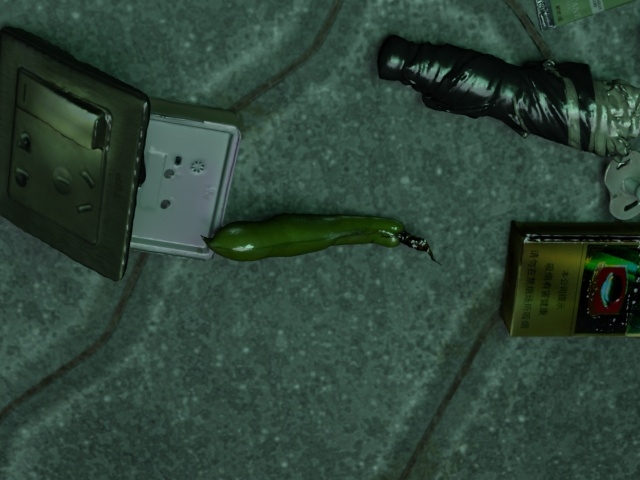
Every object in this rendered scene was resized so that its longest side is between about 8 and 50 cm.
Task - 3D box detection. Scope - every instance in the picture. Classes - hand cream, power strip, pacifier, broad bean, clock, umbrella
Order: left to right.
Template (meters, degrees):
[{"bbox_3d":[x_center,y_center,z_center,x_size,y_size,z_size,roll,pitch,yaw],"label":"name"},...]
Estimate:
[{"bbox_3d":[-0.302,-0.113,1.885,0.092,0.257,0.251,-27,135,-44],"label":"power strip"},{"bbox_3d":[-0.189,-0.079,1.964,0.147,0.071,0.192,9,114,-11],"label":"clock"},{"bbox_3d":[-0.003,-0.004,1.994,0.318,0.098,0.056,1,111,-17],"label":"broad bean"},{"bbox_3d":[0.245,-0.195,1.960,0.357,0.106,0.113,15,104,-5],"label":"umbrella"},{"bbox_3d":[0.386,-0.331,1.924,0.235,0.055,0.086,-13,114,8],"label":"hand cream"},{"bbox_3d":[0.424,-0.073,2.038,0.081,0.078,0.099,-27,117,-17],"label":"pacifier"}]

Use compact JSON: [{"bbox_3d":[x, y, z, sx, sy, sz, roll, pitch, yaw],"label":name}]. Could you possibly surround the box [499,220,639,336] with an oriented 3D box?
[{"bbox_3d":[0.377,0.051,2.094,0.240,0.071,0.159,0,113,-7],"label":"box"}]
